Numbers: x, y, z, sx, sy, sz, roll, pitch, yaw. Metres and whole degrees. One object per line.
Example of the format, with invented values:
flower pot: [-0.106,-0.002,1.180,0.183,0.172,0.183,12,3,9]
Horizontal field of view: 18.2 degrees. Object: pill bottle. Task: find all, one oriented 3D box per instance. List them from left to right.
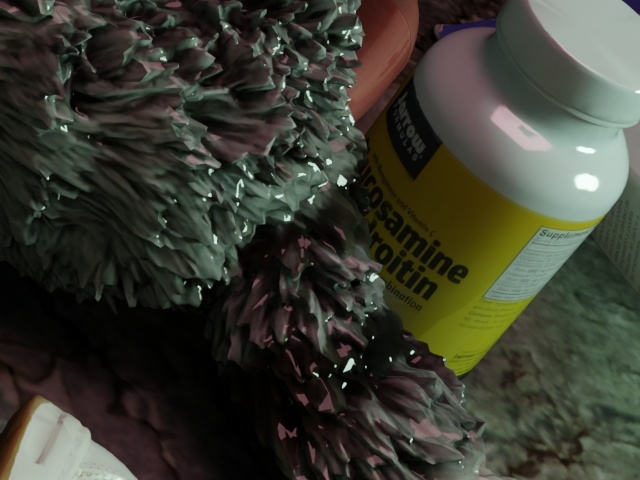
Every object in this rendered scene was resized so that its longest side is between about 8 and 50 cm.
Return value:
pill bottle: [0.067,-0.025,0.862,0.103,0.184,0.103,23,36,-18]

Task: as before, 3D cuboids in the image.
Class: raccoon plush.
raccoon plush: [-0.121,-0.041,0.719,0.299,0.216,0.446,-14,59,-39]

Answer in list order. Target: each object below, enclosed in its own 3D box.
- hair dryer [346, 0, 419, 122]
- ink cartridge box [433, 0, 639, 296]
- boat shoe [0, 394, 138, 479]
hair dryer: [-0.046,-0.144,0.971,0.223,0.080,0.293,13,52,-38]
ink cartridge box: [0.272,-0.072,1.050,0.324,0.071,0.330,-12,44,-20]
boat shoe: [-0.090,0.154,0.591,0.096,0.098,0.277,30,34,-8]
